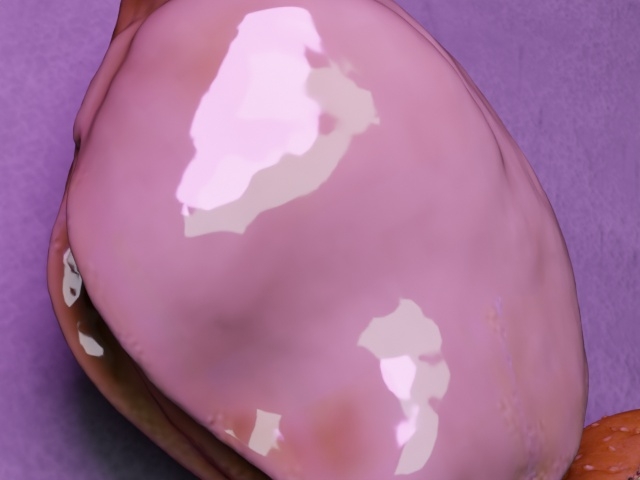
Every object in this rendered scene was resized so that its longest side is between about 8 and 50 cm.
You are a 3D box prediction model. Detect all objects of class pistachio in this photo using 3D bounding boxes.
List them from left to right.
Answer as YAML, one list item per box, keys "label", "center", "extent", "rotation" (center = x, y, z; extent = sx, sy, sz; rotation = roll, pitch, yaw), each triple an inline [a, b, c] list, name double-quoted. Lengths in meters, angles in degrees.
- label: "pistachio"
  center: [0.000, 0.000, 0.731]
  extent: [0.365, 0.281, 0.445]
  rotation: [-22, 78, -38]

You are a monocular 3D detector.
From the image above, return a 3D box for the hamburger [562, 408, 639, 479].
- label: "hamburger"
  center: [0.202, 0.212, 0.830]
  extent: [0.262, 0.131, 0.124]
  rotation: [-28, 117, -36]
